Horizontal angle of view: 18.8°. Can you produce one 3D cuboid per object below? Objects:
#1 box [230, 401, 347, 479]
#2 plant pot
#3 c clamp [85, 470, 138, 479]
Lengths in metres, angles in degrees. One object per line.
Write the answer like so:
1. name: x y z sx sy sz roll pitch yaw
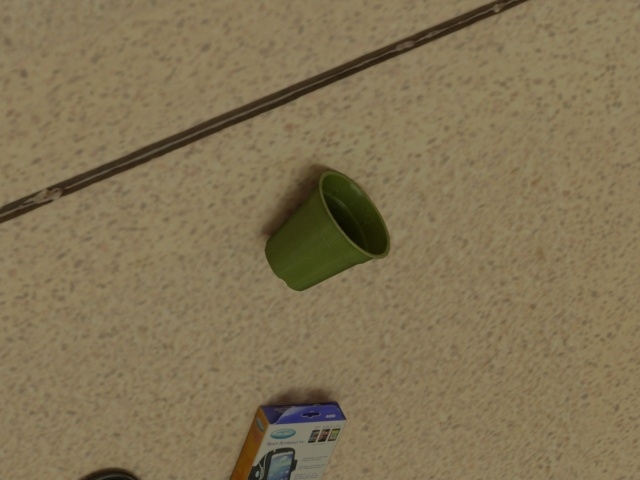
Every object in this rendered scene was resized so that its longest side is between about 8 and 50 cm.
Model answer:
1. box: -0.031 0.193 1.756 0.081 0.028 0.136 0 128 -29
2. plant pot: 0.000 0.000 1.554 0.079 0.083 0.083 -37 140 26
3. c clamp: -0.205 0.262 1.731 0.137 0.022 0.161 -43 136 6
